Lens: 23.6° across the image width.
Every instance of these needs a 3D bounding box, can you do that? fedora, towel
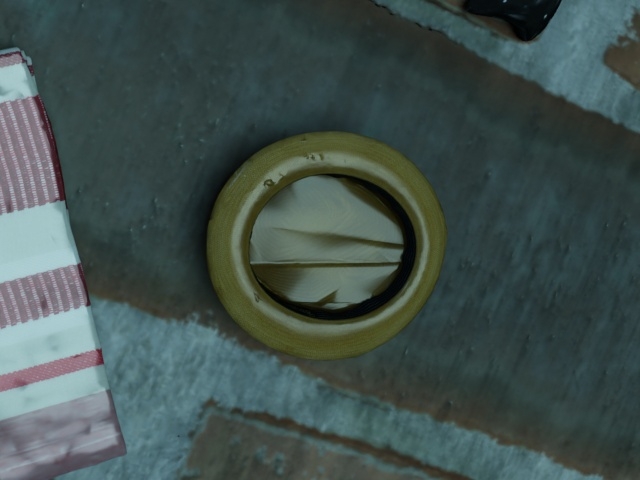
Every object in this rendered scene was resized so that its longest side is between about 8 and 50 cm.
[{"bbox_3d":[0.000,0.000,1.212,0.194,0.079,0.194,-3,101,-15],"label":"fedora"},{"bbox_3d":[-0.292,0.041,1.129,0.237,0.037,0.329,-15,104,-16],"label":"towel"}]

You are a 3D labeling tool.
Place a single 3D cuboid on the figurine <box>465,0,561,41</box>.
[{"bbox_3d":[0.141,-0.255,1.178,0.215,0.209,0.092,22,48,-22],"label":"figurine"}]
